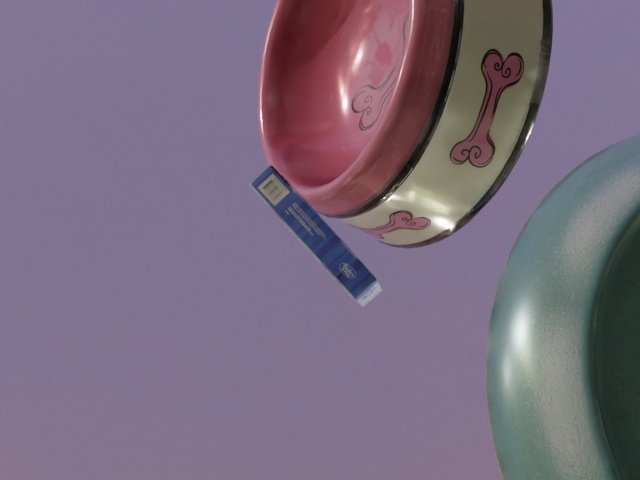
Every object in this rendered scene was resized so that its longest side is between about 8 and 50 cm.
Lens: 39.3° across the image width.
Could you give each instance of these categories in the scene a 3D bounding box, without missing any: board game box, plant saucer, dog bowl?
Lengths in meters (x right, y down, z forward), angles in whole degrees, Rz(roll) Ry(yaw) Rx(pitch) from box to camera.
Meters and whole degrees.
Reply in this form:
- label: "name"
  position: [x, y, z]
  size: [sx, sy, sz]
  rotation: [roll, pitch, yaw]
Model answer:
- label: "board game box"
  position: [0.000, 0.000, 0.545]
  size: [0.020, 0.090, 0.090]
  rotation: [-42, -99, -1]
- label: "plant saucer"
  position: [0.241, 0.077, 0.451]
  size: [0.317, 0.044, 0.317]
  rotation: [3, -108, -9]
- label: "dog bowl"
  position: [0.067, -0.201, 1.026]
  size: [0.150, 0.408, 0.408]
  rotation: [7, -67, -31]
